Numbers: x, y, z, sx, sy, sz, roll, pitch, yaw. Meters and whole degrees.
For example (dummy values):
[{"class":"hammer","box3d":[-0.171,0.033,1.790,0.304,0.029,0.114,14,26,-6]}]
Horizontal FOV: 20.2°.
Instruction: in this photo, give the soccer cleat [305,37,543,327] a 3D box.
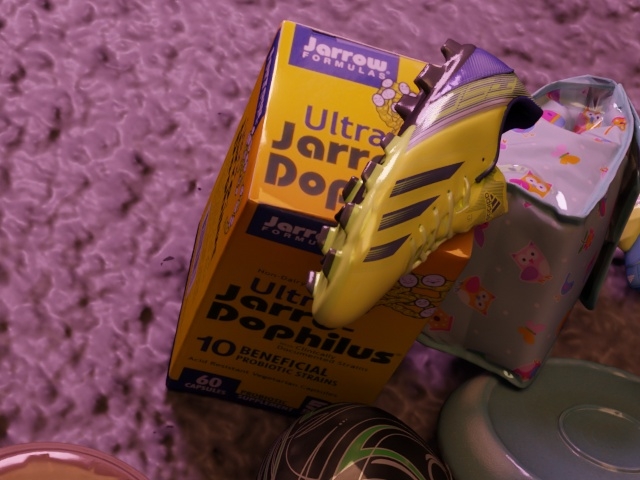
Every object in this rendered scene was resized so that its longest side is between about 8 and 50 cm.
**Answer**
[{"class":"soccer cleat","box3d":[0.088,-0.036,1.399,0.121,0.093,0.289,35,58,-5]}]

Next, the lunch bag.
[{"class":"lunch bag","box3d":[0.214,-0.022,1.748,0.160,0.223,0.262,25,37,15]}]

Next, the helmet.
[{"class":"helmet","box3d":[0.021,0.228,1.608,0.161,0.169,0.169,25,55,-22]}]

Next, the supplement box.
[{"class":"supplement box","box3d":[0.000,0.000,1.618,0.194,0.356,0.195,14,57,-8]}]

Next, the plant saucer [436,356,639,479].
[{"class":"plant saucer","box3d":[0.267,0.199,1.685,0.318,0.043,0.317,13,28,-7]}]

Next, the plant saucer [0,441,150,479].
[{"class":"plant saucer","box3d":[-0.233,0.298,1.559,0.278,0.041,0.278,8,59,-14]}]

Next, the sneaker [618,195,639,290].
[{"class":"sneaker","box3d":[0.418,0.019,1.917,0.240,0.091,0.126,3,78,-16]}]
